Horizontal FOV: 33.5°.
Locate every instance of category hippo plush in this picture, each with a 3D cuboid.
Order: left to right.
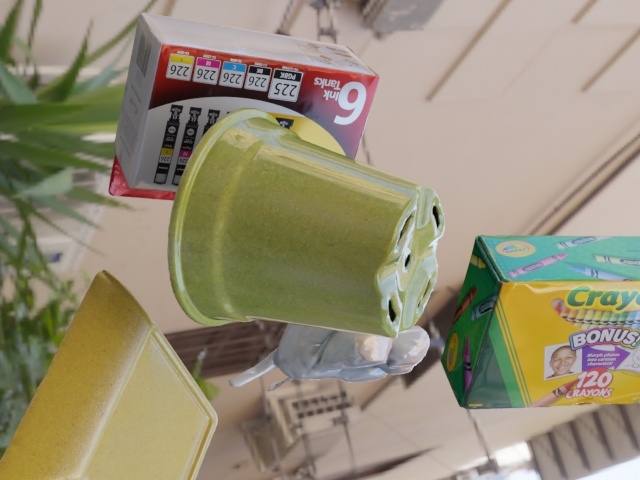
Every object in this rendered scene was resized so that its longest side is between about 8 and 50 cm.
[{"bbox_3d":[0.028,0.102,1.709,0.294,0.234,0.236,-15,-108,29],"label":"hippo plush"}]

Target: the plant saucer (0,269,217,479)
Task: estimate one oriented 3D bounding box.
[{"bbox_3d":[-0.244,0.263,1.374,0.081,0.332,0.333,1,-40,24],"label":"plant saucer"}]

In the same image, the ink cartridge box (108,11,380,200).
[{"bbox_3d":[-0.112,-0.142,1.458,0.130,0.310,0.271,-125,-135,-53],"label":"ink cartridge box"}]

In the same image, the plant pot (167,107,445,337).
[{"bbox_3d":[0.000,0.000,1.268,0.254,0.276,0.276,15,-67,25],"label":"plant pot"}]

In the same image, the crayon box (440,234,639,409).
[{"bbox_3d":[0.278,0.083,1.089,0.081,0.279,0.165,-110,-156,-52],"label":"crayon box"}]
